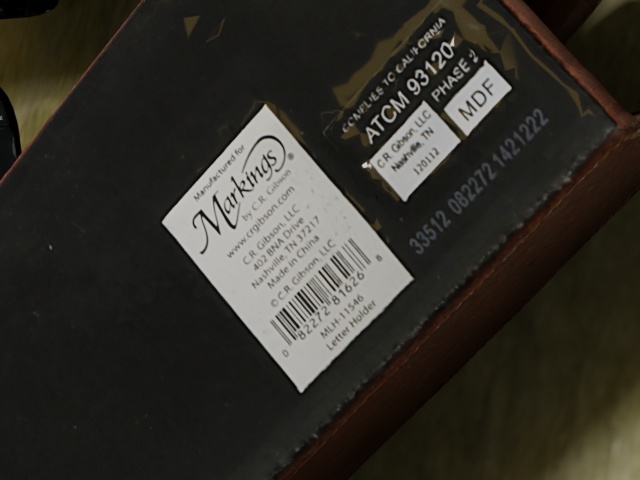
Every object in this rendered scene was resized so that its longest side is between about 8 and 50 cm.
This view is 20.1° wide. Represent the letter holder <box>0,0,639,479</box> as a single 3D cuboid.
[{"bbox_3d":[0.000,0.000,0.703,0.152,0.214,0.302,49,116,14],"label":"letter holder"}]

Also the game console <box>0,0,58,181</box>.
[{"bbox_3d":[-0.204,-0.063,0.916,0.213,0.044,0.361,4,103,44],"label":"game console"}]
